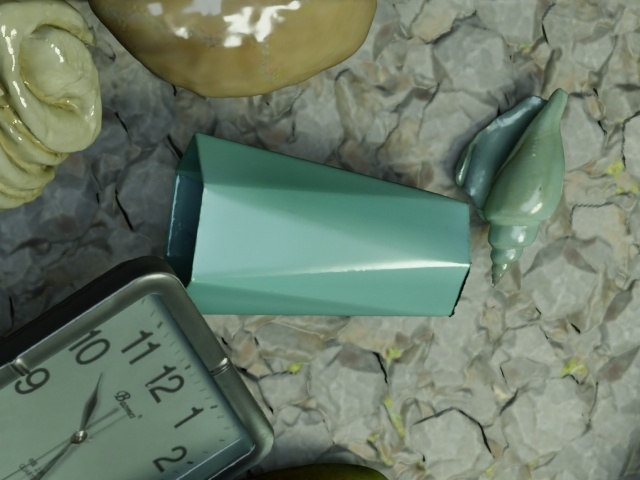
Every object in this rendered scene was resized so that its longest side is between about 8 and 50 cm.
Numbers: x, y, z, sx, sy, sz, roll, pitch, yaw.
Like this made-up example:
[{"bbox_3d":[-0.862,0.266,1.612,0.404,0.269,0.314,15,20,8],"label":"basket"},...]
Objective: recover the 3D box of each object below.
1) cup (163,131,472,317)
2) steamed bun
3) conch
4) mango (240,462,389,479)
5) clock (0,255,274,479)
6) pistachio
[{"bbox_3d":[0.000,0.000,1.400,0.235,0.148,0.134,7,129,-13],"label":"cup"},{"bbox_3d":[-0.263,-0.158,1.248,0.203,0.276,0.289,-1,92,-6],"label":"steamed bun"},{"bbox_3d":[0.167,-0.048,1.473,0.065,0.088,0.180,19,86,-57],"label":"conch"},{"bbox_3d":[-0.053,0.256,1.425,0.267,0.133,0.111,-27,100,-26],"label":"mango"},{"bbox_3d":[-0.195,0.159,1.365,0.279,0.049,0.273,-33,138,-6],"label":"clock"},{"bbox_3d":[-0.056,-0.194,1.302,0.181,0.293,0.162,8,110,30],"label":"pistachio"}]
